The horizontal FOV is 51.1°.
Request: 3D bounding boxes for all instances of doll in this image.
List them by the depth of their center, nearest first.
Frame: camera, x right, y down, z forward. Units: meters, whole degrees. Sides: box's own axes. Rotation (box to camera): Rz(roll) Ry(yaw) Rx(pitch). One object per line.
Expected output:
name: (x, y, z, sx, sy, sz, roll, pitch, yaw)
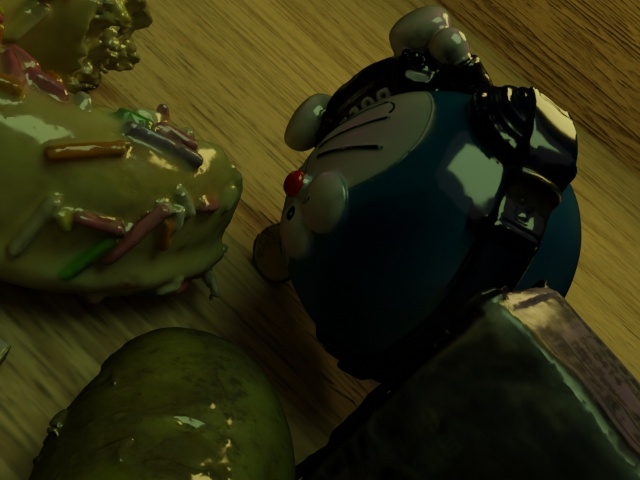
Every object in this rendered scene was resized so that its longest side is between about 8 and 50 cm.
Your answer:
doll: (0.084, -0.031, 0.567, 0.240, 0.284, 0.310, 29, 35, -16)

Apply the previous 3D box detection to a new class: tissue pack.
tissue pack: (0.144, 0.234, 0.368, 0.122, 0.259, 0.361, -6, 54, -47)

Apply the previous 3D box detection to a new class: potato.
potato: (-0.087, 0.143, 0.383, 0.149, 0.113, 0.251, 17, 22, -11)

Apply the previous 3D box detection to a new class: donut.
donut: (-0.233, -0.123, 0.534, 0.307, 0.150, 0.371, 6, 45, -43)

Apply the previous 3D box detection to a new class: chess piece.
chess piece: (0.001, 0.000, 0.720, 0.060, 0.060, 0.172, 49, 30, 15)

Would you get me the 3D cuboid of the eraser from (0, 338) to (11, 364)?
eraser: (-0.224, 0.085, 0.397, 0.038, 0.019, 0.083, 34, 31, -12)
